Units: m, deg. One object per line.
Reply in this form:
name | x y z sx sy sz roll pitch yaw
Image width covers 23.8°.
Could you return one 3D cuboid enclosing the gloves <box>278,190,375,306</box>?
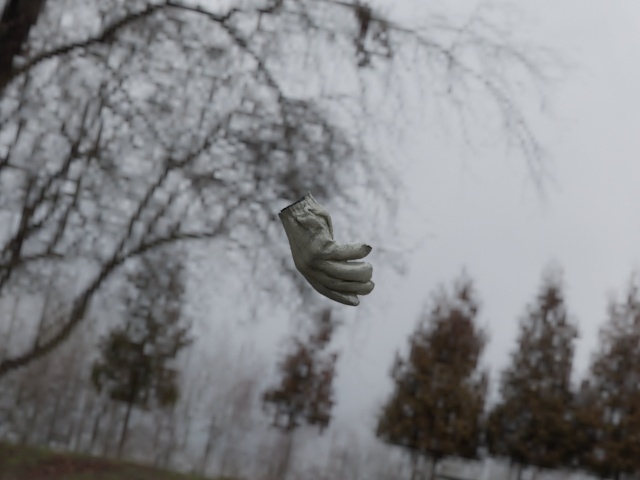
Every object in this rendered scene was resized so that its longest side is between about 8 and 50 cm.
gloves | -0.001 0.002 0.839 0.081 0.037 0.044 45 -12 -6
